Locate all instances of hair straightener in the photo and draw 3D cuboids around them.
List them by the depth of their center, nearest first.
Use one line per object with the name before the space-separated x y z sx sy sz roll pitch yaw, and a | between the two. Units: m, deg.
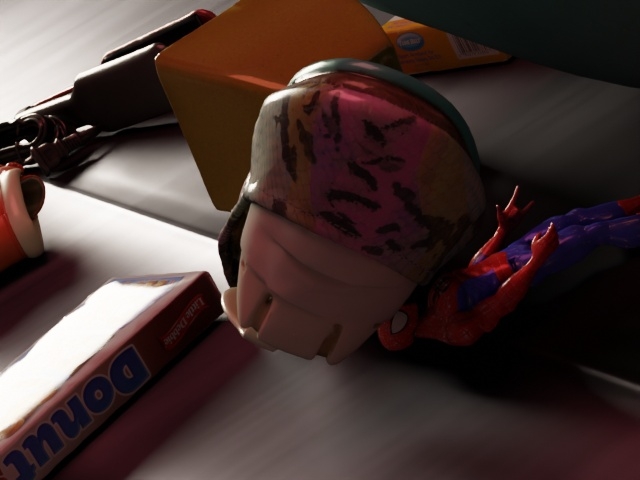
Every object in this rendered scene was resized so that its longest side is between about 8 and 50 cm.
hair straightener | -0.152 -0.075 1.025 0.230 0.047 0.089 -10 26 42

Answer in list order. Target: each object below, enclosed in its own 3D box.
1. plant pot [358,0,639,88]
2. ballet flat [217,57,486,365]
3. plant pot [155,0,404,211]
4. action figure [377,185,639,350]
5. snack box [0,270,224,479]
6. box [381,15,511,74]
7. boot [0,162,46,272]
plant pot | 0.134 -0.181 0.590 0.293 0.293 0.235 -33 34 -13
ballet flat | 0.000 0.000 0.571 0.079 0.077 0.221 -61 4 -7
plant pot | -0.004 -0.058 0.750 0.081 0.081 0.083 -38 34 -26
action figure | 0.069 0.004 0.572 0.115 0.030 0.038 -32 23 -3
snack box | -0.113 0.069 0.655 0.064 0.022 0.178 -6 29 48
box | 0.097 -0.127 0.859 0.081 0.028 0.136 -3 33 51
boot | -0.182 -0.016 0.916 0.084 0.059 0.158 -25 28 -2
